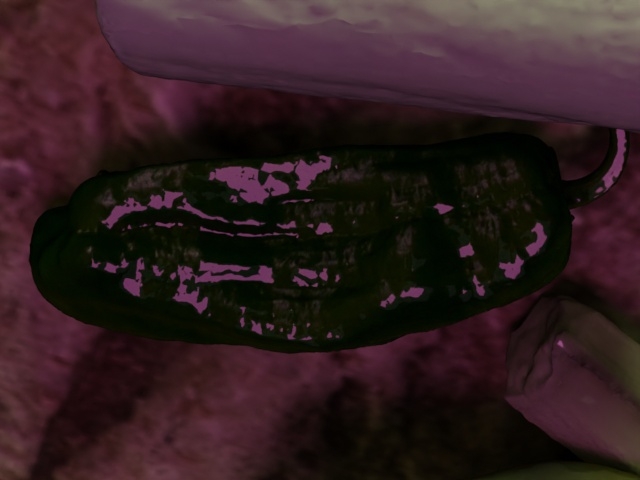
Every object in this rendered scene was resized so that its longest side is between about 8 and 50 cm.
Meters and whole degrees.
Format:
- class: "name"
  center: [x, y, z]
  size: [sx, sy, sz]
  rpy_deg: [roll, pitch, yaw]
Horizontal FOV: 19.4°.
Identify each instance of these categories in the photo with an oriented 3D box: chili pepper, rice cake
- class: "chili pepper"
  center: [0.000, -0.003, 0.776]
  size: [0.257, 0.074, 0.100]
  rpy_deg: [-5, 82, 6]
- class: "rice cake"
  center: [0.183, 0.111, 0.860]
  size: [0.256, 0.052, 0.057]
  rpy_deg: [37, 155, -21]

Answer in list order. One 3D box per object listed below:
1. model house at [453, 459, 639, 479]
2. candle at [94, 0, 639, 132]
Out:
- class: "model house"
  center: [0.060, 0.227, 0.864]
  size: [0.268, 0.173, 0.239]
  rpy_deg: [-7, 149, -8]
- class: "candle"
  center: [0.038, -0.146, 0.578]
  size: [0.343, 0.221, 0.221]
  rpy_deg: [8, 128, 3]
